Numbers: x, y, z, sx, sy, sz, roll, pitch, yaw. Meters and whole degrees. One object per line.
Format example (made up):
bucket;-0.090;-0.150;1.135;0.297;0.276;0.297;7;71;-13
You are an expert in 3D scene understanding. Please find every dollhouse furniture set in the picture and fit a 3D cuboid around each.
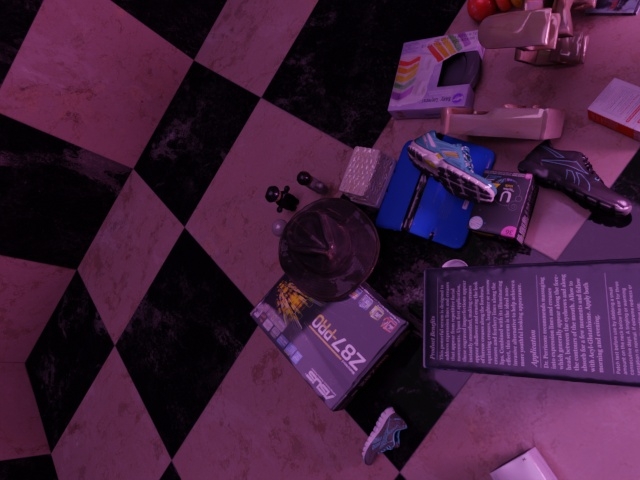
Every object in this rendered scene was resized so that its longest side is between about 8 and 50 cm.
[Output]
dollhouse furniture set;0.467;-0.458;1.042;0.256;0.361;0.395;15;112;39

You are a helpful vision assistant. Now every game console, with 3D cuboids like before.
game console;0.324;-0.143;1.244;0.249;0.173;0.294;20;88;7

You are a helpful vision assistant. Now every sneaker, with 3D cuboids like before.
sneaker;0.340;-0.197;1.082;0.110;0.107;0.275;-40;57;-3
sneaker;0.601;-0.152;0.997;0.106;0.101;0.267;-53;53;8
sneaker;0.170;0.531;1.126;0.076;0.065;0.167;29;95;34

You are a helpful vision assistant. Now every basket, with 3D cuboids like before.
basket;0.147;-0.202;1.343;0.113;0.103;0.168;19;88;39

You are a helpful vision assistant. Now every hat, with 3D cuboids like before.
hat;0.000;0.000;1.218;0.330;0.134;0.332;-8;67;20

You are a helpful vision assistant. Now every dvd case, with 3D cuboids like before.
dvd case;0.754;-0.616;1.084;0.119;0.013;0.087;26;92;38

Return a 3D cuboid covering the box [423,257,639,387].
box;0.450;0.177;0.882;0.395;0.293;0.212;-6;72;35

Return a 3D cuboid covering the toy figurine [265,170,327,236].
toy figurine;-0.072;-0.117;1.449;0.209;0.148;0.213;-25;62;28

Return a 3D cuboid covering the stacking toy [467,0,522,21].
stacking toy;0.570;-0.714;1.181;0.330;0.141;0.141;-10;70;38

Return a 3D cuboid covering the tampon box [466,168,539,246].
tampon box;0.461;-0.082;1.075;0.120;0.101;0.161;14;85;39

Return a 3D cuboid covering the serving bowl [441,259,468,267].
serving bowl;0.363;0.094;1.140;0.083;0.027;0.084;-12;69;34

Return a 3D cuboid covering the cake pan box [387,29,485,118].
cake pan box;0.358;-0.501;1.307;0.266;0.070;0.246;11;85;38

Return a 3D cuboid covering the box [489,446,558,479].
box;0.443;0.518;0.911;0.102;0.087;0.101;-42;55;18

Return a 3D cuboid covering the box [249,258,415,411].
box;0.023;0.234;1.250;0.318;0.097;0.395;-49;61;3

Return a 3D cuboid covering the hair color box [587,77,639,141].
hair color box;0.725;-0.294;0.981;0.093;0.053;0.167;-51;52;11
